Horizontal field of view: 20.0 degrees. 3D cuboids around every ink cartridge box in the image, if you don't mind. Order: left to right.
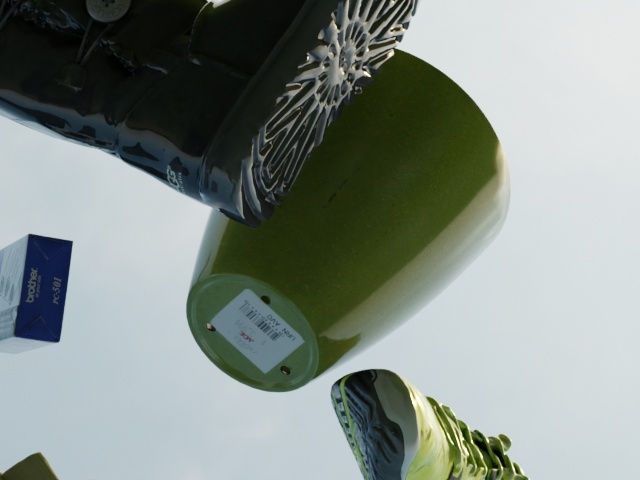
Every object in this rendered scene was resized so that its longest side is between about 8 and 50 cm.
[{"bbox_3d":[-0.287,0.055,1.742,0.046,0.207,0.097,10,-100,-19],"label":"ink cartridge box"}]

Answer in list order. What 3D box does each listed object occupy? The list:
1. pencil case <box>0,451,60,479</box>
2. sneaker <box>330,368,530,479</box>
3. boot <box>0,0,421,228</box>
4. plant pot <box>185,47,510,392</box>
[{"bbox_3d":[-0.280,0.319,1.294,0.183,0.410,0.160,-17,-124,-28],"label":"pencil case"},{"bbox_3d":[0.112,0.210,1.718,0.147,0.385,0.145,-22,-120,1],"label":"sneaker"},{"bbox_3d":[-0.167,-0.238,1.653,0.445,0.146,0.367,23,-122,23],"label":"boot"},{"bbox_3d":[0.000,0.000,1.727,0.274,0.275,0.293,27,-136,11],"label":"plant pot"}]
